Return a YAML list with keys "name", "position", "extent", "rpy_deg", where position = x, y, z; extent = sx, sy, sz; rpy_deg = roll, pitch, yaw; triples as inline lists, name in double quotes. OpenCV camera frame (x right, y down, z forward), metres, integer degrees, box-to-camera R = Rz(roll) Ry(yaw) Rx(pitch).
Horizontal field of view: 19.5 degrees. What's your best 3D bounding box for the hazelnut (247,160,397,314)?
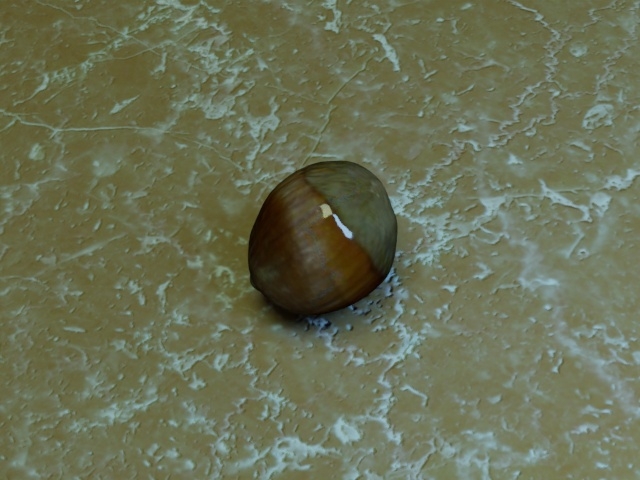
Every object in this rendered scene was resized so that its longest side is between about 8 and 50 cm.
- name: "hazelnut"
  position: [0.000, 0.000, 2.330]
  extent: [0.214, 0.176, 0.214]
  rpy_deg: [-35, 17, 12]
